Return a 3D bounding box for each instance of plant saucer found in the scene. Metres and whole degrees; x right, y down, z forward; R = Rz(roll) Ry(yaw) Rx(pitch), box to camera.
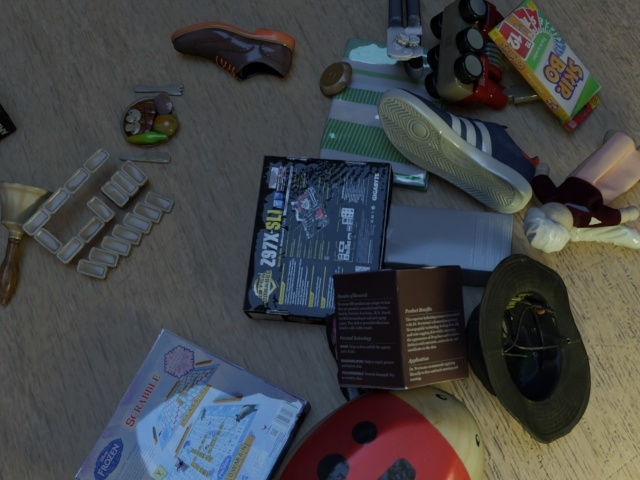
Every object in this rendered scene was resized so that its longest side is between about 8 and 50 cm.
[{"bbox_3d":[0.029,-0.348,1.933,0.083,0.015,0.083,-20,53,28],"label":"plant saucer"}]

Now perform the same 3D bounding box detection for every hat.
[{"bbox_3d":[0.338,0.195,1.618,0.134,0.331,0.331,-17,60,44],"label":"hat"}]

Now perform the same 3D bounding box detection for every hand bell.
[{"bbox_3d":[-0.626,0.010,1.860,0.126,0.126,0.241,8,83,10],"label":"hand bell"}]

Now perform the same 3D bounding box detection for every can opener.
[{"bbox_3d":[0.175,-0.446,1.917,0.074,0.093,0.280,-1,47,4],"label":"can opener"}]

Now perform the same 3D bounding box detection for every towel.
[{"bbox_3d":[0.139,-0.270,1.898,0.248,0.038,0.324,10,70,12],"label":"towel"}]

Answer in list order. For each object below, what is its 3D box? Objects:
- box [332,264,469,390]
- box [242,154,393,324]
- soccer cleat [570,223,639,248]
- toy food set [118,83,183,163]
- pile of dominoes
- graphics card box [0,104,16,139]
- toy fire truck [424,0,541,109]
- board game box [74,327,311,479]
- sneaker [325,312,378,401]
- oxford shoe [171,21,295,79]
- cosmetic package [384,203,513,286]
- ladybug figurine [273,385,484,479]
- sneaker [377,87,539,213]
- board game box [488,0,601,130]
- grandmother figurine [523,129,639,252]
[{"bbox_3d":[0.140,0.151,1.598,0.167,0.169,0.203,-8,84,49],"label":"box"},{"bbox_3d":[0.000,0.000,1.768,0.257,0.079,0.321,3,75,10],"label":"box"},{"bbox_3d":[0.518,-0.020,1.740,0.196,0.068,0.076,27,79,24],"label":"soccer cleat"},{"bbox_3d":[-0.368,-0.260,1.954,0.133,0.038,0.192,2,69,8],"label":"toy food set"},{"bbox_3d":[-0.450,-0.050,1.869,0.196,0.040,0.251,42,75,-2],"label":"pile of dominoes"},{"bbox_3d":[-0.881,-0.237,1.979,0.371,0.094,0.232,-34,68,-8],"label":"graphics card box"},{"bbox_3d":[0.362,-0.368,1.870,0.246,0.158,0.216,20,65,-30],"label":"toy fire truck"},{"bbox_3d":[-0.230,0.369,1.670,0.318,0.066,0.318,25,74,15],"label":"board game box"},{"bbox_3d":[0.063,0.208,1.681,0.077,0.072,0.178,-16,105,-13],"label":"sneaker"},{"bbox_3d":[-0.195,-0.404,1.963,0.272,0.097,0.098,6,75,9],"label":"oxford shoe"},{"bbox_3d":[0.244,0.012,1.739,0.238,0.107,0.127,6,69,12],"label":"cosmetic package"},{"bbox_3d":[0.095,0.422,1.531,0.449,0.162,0.305,-41,80,-16],"label":"ladybug figurine"},{"bbox_3d":[0.277,-0.201,1.794,0.350,0.131,0.148,37,54,0],"label":"sneaker"},{"bbox_3d":[0.458,-0.351,1.824,0.124,0.039,0.259,-43,97,-28],"label":"board game box"},{"bbox_3d":[0.484,-0.090,1.688,0.208,0.104,0.342,23,47,35],"label":"grandmother figurine"}]
